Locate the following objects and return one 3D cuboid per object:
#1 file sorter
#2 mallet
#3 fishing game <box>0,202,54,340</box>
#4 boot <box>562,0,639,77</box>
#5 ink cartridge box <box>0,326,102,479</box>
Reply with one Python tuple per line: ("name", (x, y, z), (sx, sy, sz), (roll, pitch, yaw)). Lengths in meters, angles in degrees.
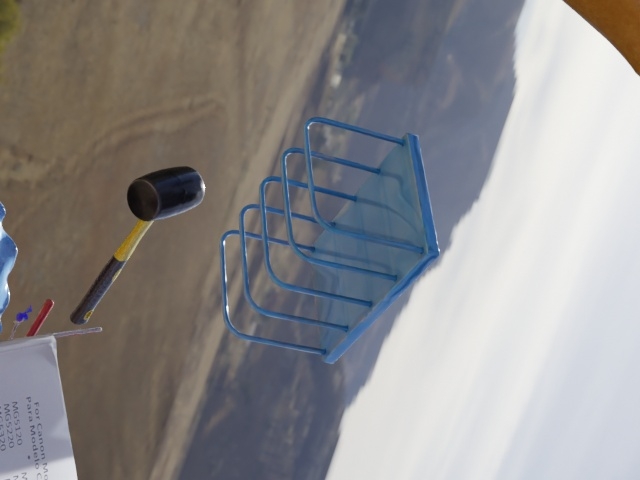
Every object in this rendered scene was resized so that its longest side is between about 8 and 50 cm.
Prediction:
("file sorter", (0.000, 0.000, 0.938), (0.170, 0.104, 0.118), (-50, -143, 44))
("mallet", (-0.159, 0.006, 0.997), (0.062, 0.039, 0.189), (-27, 161, -47))
("fishing game", (-0.323, 0.025, 0.965), (0.264, 0.041, 0.189), (62, 38, -41))
("boot", (0.138, -0.110, 0.506), (0.104, 0.295, 0.211), (-176, -116, -75))
("ink cartridge box", (-0.305, 0.135, 0.657), (0.272, 0.310, 0.130), (-4, 86, -71))
